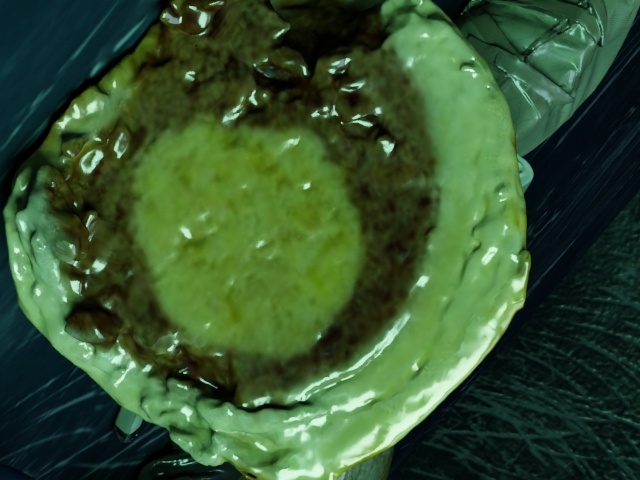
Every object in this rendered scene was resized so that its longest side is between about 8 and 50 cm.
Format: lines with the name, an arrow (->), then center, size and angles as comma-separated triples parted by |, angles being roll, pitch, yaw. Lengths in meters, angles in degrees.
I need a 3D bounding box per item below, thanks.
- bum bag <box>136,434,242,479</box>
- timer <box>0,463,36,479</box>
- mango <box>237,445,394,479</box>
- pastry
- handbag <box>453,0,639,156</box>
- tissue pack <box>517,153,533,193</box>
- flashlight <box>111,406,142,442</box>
bum bag -> -0.062, 0.176, 1.645 | 0.248, 0.060, 0.123 | -29, 162, -13
timer -> -0.291, 0.330, 1.058 | 0.383, 0.270, 0.270 | -28, 158, -30
mango -> -0.010, 0.217, 1.838 | 0.193, 0.146, 0.316 | -27, 137, -45
pastry -> -0.016, -0.008, 0.953 | 0.256, 0.237, 0.170 | -48, 178, -4
handbag -> 0.148, -0.132, 1.360 | 0.270, 0.117, 0.182 | -43, 180, -20
tissue pack -> -0.001, -0.001, 1.164 | 0.246, 0.159, 0.136 | -33, 159, -46
flashlight -> -0.142, 0.127, 1.388 | 0.018, 0.018, 0.083 | -38, 164, -38
